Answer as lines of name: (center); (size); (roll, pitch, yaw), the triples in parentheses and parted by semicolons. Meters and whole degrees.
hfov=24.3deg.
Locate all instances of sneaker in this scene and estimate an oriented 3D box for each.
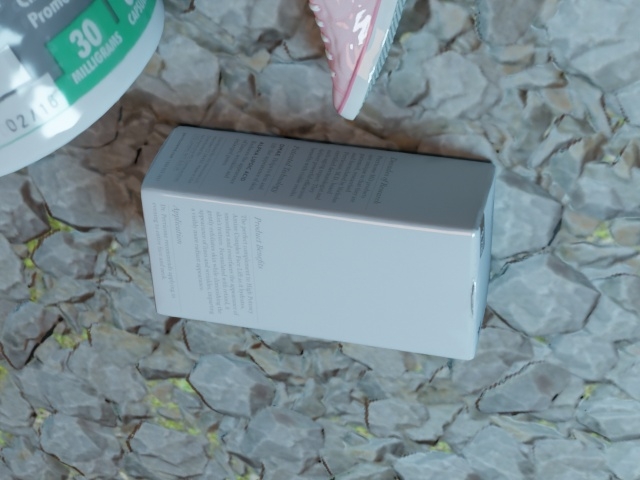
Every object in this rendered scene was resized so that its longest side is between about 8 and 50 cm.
sneaker: (0.013, -0.142, 0.918); (0.070, 0.051, 0.134); (21, 128, 5)

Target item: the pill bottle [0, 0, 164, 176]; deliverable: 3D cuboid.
pill bottle: (-0.255, -0.221, 0.822); (0.204, 0.204, 0.361); (-10, 131, 26)

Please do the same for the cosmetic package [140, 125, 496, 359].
cosmetic package: (0.000, 0.000, 1.017); (0.231, 0.085, 0.117); (8, 130, 11)
